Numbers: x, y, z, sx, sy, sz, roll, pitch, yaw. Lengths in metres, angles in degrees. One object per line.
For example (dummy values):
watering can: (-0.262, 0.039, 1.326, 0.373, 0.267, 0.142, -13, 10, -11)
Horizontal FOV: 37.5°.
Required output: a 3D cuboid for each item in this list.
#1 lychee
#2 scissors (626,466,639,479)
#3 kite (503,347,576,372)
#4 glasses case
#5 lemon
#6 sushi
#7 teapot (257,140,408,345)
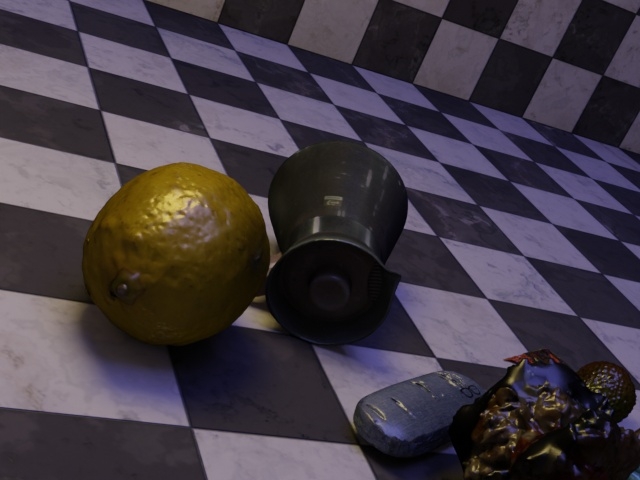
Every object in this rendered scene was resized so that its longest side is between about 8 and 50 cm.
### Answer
lychee: (0.482, 0.263, 1.624, 0.146, 0.114, 0.114, -22, 48, -34)
scissors: (0.557, 0.405, 1.476, 0.393, 0.032, 0.180, 31, 24, 14)
kite: (0.436, 0.232, 1.779, 0.222, 0.008, 0.125, 22, 21, -6)
glasses case: (0.156, 0.252, 1.388, 0.109, 0.067, 0.282, 37, 25, 32)
lemon: (-0.200, 0.023, 1.313, 0.253, 0.253, 0.310, 27, 27, 6)
sushi: (0.306, 0.290, 1.244, 0.225, 0.238, 0.219, 23, 4, -19)
teapot: (0.000, 0.000, 1.594, 0.300, 0.253, 0.344, -8, 28, 9)
